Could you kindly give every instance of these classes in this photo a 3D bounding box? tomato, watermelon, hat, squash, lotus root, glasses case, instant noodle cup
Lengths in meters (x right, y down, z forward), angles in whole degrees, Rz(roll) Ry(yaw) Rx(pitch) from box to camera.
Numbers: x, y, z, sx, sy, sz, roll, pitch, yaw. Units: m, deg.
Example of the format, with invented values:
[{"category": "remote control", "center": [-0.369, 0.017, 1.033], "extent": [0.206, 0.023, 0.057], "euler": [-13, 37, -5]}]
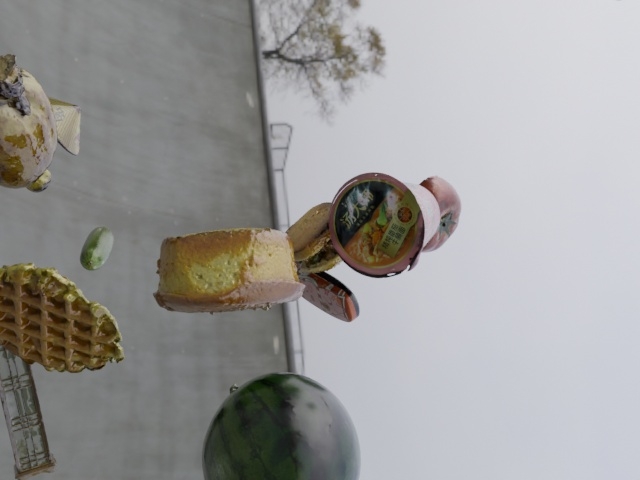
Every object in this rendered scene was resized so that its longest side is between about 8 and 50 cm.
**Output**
[{"category": "tomato", "center": [0.317, -0.062, 1.917], "extent": [0.085, 0.225, 0.225], "euler": [25, -55, 41]}, {"category": "watermelon", "center": [-0.058, 0.318, 1.028], "extent": [0.242, 0.242, 0.243], "euler": [175, -90, -80]}, {"category": "hat", "center": [-0.649, -0.318, 1.778], "extent": [0.193, 0.082, 0.193], "euler": [58, 1, -2]}, {"category": "squash", "center": [-0.541, 0.010, 1.695], "extent": [0.252, 0.066, 0.066], "euler": [-118, -154, -69]}, {"category": "lotus root", "center": [-0.550, -0.191, 1.229], "extent": [0.314, 0.141, 0.169], "euler": [96, 11, -51]}, {"category": "glasses case", "center": [0.002, 0.126, 1.786], "extent": [0.266, 0.067, 0.103], "euler": [25, -40, 46]}, {"category": "instant noodle cup", "center": [0.173, -0.048, 1.646], "extent": [0.255, 0.243, 0.244], "euler": [-17, 105, -62]}]

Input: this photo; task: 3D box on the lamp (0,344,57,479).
[{"category": "lamp", "center": [-0.660, 0.356, 1.532], "extent": [0.089, 0.090, 0.326], "euler": [3, -77, 63]}]

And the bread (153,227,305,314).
[{"category": "bread", "center": [-0.160, 0.056, 1.225], "extent": [0.268, 0.268, 0.146], "euler": [149, -62, -79]}]

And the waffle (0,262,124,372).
[{"category": "waffle", "center": [-0.537, 0.158, 1.347], "extent": [0.302, 0.324, 0.068], "euler": [54, 35, -33]}]

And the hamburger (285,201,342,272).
[{"category": "hamburger", "center": [-0.006, 0.001, 1.726], "extent": [0.118, 0.191, 0.182], "euler": [53, 17, -24]}]
